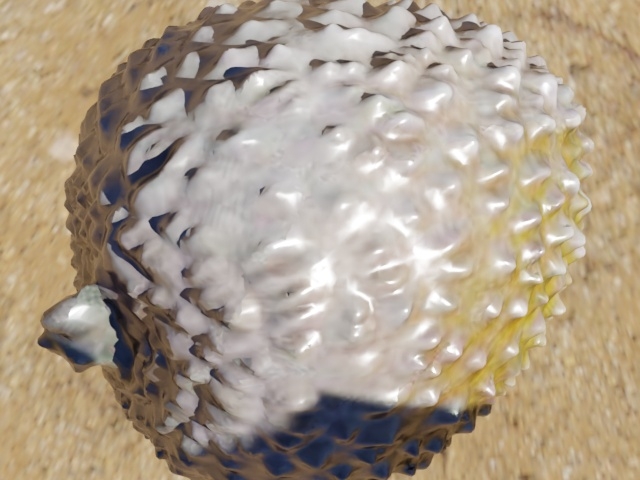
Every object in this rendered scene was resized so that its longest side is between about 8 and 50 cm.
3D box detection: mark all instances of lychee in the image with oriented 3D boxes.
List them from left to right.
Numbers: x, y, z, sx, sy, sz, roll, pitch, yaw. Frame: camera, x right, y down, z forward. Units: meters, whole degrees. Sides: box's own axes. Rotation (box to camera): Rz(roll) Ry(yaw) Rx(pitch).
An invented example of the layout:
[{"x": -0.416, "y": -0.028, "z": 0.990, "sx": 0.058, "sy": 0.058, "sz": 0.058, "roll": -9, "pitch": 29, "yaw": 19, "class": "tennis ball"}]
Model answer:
[{"x": 0.000, "y": 0.000, "z": 1.375, "sx": 0.432, "sy": 0.380, "sz": 0.380, "roll": -19, "pitch": 107, "yaw": -17, "class": "lychee"}]
